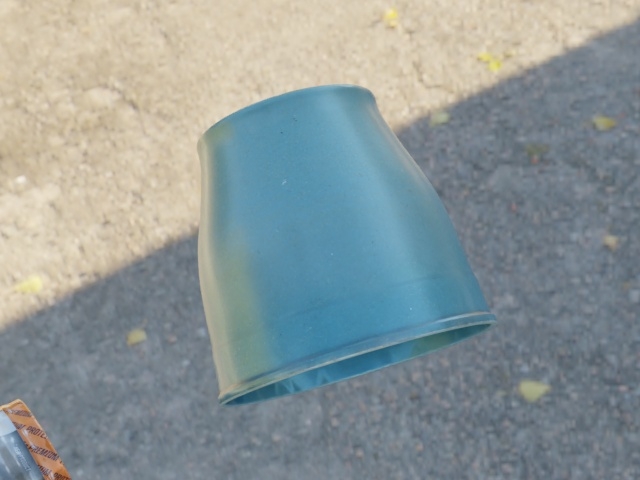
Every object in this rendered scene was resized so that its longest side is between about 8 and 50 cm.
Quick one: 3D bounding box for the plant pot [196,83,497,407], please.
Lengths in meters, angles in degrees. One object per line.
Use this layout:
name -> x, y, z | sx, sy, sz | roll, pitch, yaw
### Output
plant pot -> 0.000, 0.000, 1.154 | 0.271, 0.272, 0.255 | -16, 79, -6

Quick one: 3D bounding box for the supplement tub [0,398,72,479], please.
supplement tub -> -0.445, 0.325, 1.371 | 0.316, 0.194, 0.193 | -31, 43, -20
